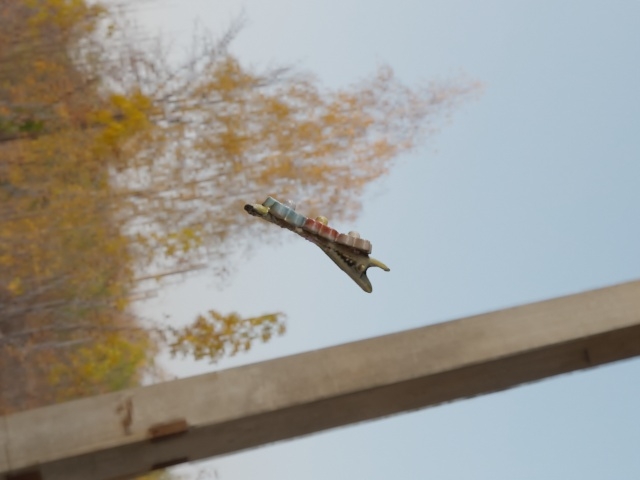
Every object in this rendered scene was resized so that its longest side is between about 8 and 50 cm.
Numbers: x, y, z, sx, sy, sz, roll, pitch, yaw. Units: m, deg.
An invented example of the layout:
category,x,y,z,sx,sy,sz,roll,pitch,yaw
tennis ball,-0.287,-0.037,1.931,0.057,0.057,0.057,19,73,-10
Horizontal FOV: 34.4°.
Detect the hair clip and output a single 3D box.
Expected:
category,x,y,z,sx,sy,sz,roll,pitch,yaw
hair clip,0.004,-0.006,1.253,0.056,0.214,0.062,-59,-151,-6
